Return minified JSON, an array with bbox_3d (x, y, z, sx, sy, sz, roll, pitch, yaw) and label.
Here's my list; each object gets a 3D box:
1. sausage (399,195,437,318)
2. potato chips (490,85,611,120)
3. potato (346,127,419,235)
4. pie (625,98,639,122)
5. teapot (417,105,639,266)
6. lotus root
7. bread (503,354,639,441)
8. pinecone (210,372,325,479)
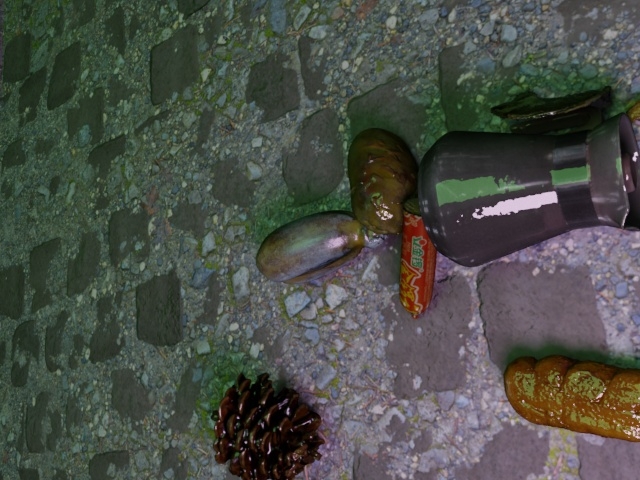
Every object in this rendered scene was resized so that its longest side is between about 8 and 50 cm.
[{"bbox_3d":[0.196,0.046,1.396,0.083,0.083,0.264,27,129,41],"label":"sausage"},{"bbox_3d":[0.409,-0.254,1.282,0.220,0.202,0.029,13,123,57],"label":"potato chips"},{"bbox_3d":[0.136,-0.135,1.484,0.141,0.176,0.298,-25,42,28],"label":"potato"},{"bbox_3d":[0.602,-0.255,1.191,0.170,0.034,0.092,-49,52,14],"label":"pie"},{"bbox_3d":[0.374,-0.108,1.239,0.343,0.253,0.300,-7,48,32],"label":"teapot"},{"bbox_3d":[0.000,0.000,1.571,0.322,0.158,0.140,-23,67,26],"label":"lotus root"},{"bbox_3d":[0.470,0.260,1.161,0.344,0.084,0.124,0,87,40],"label":"bread"},{"bbox_3d":[-0.123,0.428,1.540,0.257,0.243,0.243,41,108,17],"label":"pinecone"}]
